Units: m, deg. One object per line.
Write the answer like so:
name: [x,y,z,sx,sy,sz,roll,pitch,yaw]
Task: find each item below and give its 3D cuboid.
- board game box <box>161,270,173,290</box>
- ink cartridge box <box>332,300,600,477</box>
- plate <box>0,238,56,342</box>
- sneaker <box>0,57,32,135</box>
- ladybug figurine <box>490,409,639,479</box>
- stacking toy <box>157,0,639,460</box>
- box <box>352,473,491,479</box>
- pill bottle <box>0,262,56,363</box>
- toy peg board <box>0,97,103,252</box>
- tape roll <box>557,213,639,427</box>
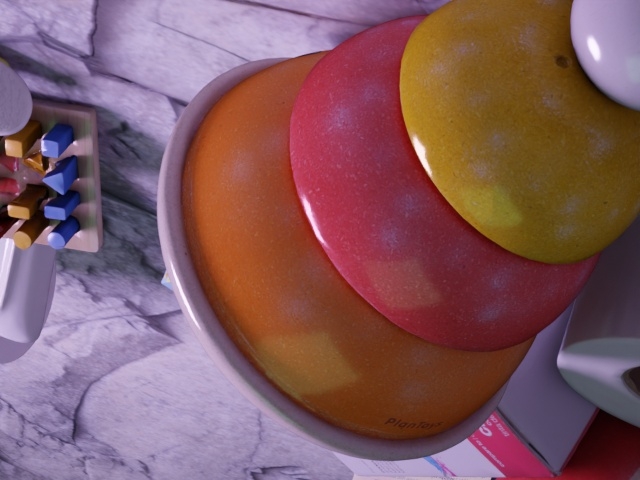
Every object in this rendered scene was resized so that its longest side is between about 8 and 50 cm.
board game box: [0.000,0.000,1.799,0.144,0.142,0.275,33,156,-32]
ink cartridge box: [0.139,0.102,1.795,0.131,0.226,0.306,47,150,-24]
plate: [-0.413,-0.030,2.024,0.277,0.045,0.278,18,123,2]
sneaker: [-0.394,-0.165,1.855,0.240,0.091,0.126,22,178,-7]
ladybug figurine: [0.294,0.222,1.851,0.162,0.305,0.449,51,-154,11]
stacking toy: [0.137,-0.070,1.386,0.350,0.350,0.480,29,140,-24]
box: [0.161,0.282,2.234,0.213,0.243,0.117,4,155,34]
pill bottle: [-0.512,0.031,2.252,0.363,0.210,0.210,11,158,23]
toy peg board: [-0.309,-0.056,1.901,0.160,0.079,0.161,9,122,14]
tape roll: [0.339,0.061,1.605,0.246,0.169,0.246,17,160,6]
